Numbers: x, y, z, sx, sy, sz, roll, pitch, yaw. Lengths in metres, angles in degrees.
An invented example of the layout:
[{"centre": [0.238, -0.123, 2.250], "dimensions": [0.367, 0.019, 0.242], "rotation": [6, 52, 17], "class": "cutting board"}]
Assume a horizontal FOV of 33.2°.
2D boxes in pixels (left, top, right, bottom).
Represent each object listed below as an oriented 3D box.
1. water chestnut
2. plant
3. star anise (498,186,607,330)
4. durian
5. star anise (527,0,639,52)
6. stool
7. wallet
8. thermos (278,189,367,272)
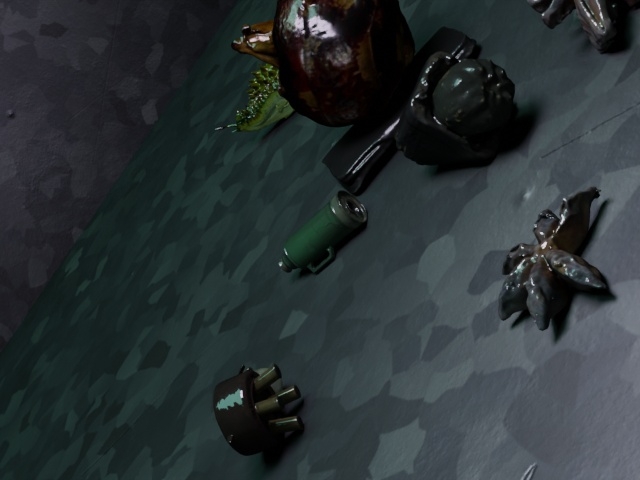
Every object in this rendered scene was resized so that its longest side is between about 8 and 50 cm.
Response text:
[{"centre": [0.004, -0.371, 2.035], "dimensions": [0.347, 0.335, 0.335], "rotation": [-9, 39, 15], "class": "water chestnut"}, {"centre": [0.216, -0.209, 1.726], "dimensions": [0.141, 0.164, 0.256], "rotation": [-63, 14, -23], "class": "plant"}, {"centre": [0.284, 0.030, 1.369], "dimensions": [0.172, 0.063, 0.208], "rotation": [-36, 28, 37], "class": "star anise"}, {"centre": [-0.101, -0.361, 2.579], "dimensions": [0.375, 0.132, 0.106], "rotation": [-31, 43, 31], "class": "durian"}, {"centre": [0.426, -0.387, 1.658], "dimensions": [0.198, 0.110, 0.257], "rotation": [-34, 33, 5], "class": "star anise"}, {"centre": [-0.096, 0.256, 1.702], "dimensions": [0.121, 0.125, 0.217], "rotation": [-27, 10, 13], "class": "stool"}, {"centre": [0.150, -0.259, 2.054], "dimensions": [0.377, 0.051, 0.197], "rotation": [-49, 20, 6], "class": "wallet"}, {"centre": [-0.001, -0.004, 1.956], "dimensions": [0.188, 0.083, 0.073], "rotation": [-41, 4, 28], "class": "thermos"}]
